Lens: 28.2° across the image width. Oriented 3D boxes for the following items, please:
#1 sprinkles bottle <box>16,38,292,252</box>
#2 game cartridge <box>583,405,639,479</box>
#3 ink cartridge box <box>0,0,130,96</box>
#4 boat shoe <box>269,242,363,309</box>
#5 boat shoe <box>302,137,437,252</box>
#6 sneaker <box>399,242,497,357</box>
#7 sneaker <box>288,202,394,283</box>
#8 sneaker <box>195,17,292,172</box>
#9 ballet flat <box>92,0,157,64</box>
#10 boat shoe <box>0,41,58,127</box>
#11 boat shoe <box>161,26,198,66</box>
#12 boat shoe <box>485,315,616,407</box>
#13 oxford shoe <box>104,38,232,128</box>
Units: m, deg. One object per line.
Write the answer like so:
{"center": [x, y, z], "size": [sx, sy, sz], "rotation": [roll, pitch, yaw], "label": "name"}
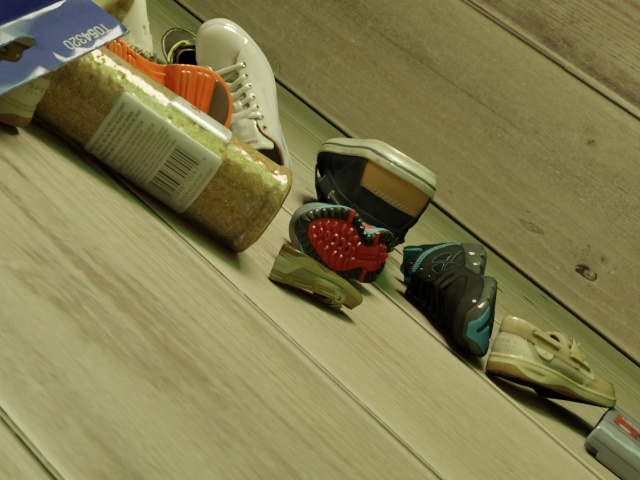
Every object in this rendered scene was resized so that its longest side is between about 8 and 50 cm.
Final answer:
{"center": [-0.206, -0.127, 1.476], "size": [0.355, 0.121, 0.121], "rotation": [34, 9, -13], "label": "sprinkles bottle"}
{"center": [0.503, 0.340, 1.946], "size": [0.196, 0.060, 0.294], "rotation": [42, 10, 13], "label": "game cartridge"}
{"center": [-0.397, -0.281, 1.273], "size": [0.330, 0.071, 0.324], "rotation": [36, 38, 9], "label": "ink cartridge box"}
{"center": [-0.005, 0.055, 1.564], "size": [0.056, 0.048, 0.153], "rotation": [27, -6, 41], "label": "boat shoe"}
{"center": [0.066, -0.068, 2.123], "size": [0.186, 0.156, 0.500], "rotation": [30, -2, -9], "label": "boat shoe"}
{"center": [0.196, 0.090, 1.994], "size": [0.139, 0.125, 0.341], "rotation": [8, 14, -2], "label": "sneaker"}
{"center": [0.000, 0.000, 1.761], "size": [0.125, 0.104, 0.262], "rotation": [21, -2, 25], "label": "sneaker"}
{"center": [-0.111, -0.198, 1.948], "size": [0.123, 0.106, 0.290], "rotation": [-88, 156, -71], "label": "sneaker"}
{"center": [-0.352, -0.323, 1.745], "size": [0.483, 0.182, 0.164], "rotation": [27, 11, -46], "label": "ballet flat"}
{"center": [-0.409, -0.232, 1.354], "size": [0.285, 0.089, 0.104], "rotation": [35, 10, -1], "label": "boat shoe"}
{"center": [-0.247, -0.351, 2.530], "size": [0.091, 0.109, 0.305], "rotation": [34, 12, -45], "label": "boat shoe"}
{"center": [0.366, 0.190, 1.955], "size": [0.109, 0.098, 0.302], "rotation": [3, -15, 46], "label": "boat shoe"}
{"center": [-0.284, -0.192, 1.650], "size": [0.132, 0.130, 0.363], "rotation": [0, -10, 41], "label": "oxford shoe"}
